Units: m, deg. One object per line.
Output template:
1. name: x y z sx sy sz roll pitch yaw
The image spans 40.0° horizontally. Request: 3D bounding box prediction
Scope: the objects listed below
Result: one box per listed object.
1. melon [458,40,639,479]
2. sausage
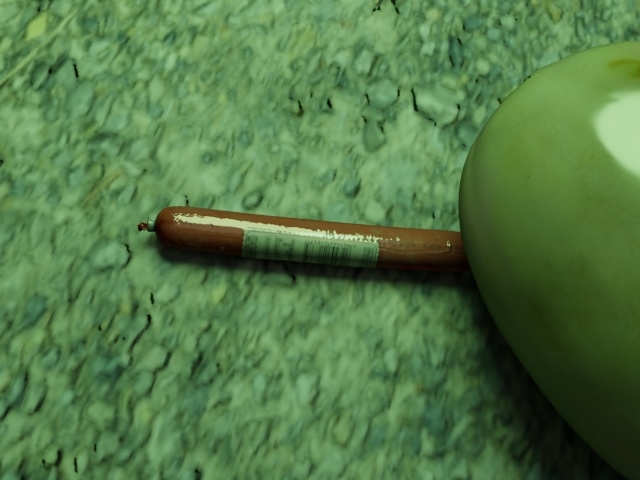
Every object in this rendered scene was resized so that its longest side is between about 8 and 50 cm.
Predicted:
1. melon: 0.220 0.018 0.553 0.223 0.223 0.317 -27 73 -21
2. sausage: 0.000 0.000 0.619 0.253 0.034 0.034 6 66 -10
